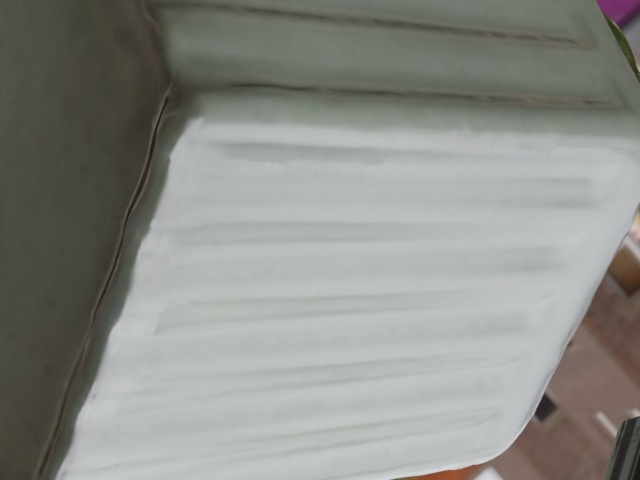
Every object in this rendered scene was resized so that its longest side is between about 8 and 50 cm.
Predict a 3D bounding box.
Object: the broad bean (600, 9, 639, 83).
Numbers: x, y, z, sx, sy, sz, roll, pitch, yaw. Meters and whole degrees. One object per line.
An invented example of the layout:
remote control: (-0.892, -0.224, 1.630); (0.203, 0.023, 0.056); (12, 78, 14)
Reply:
broad bean: (0.151, -0.152, 1.384); (0.291, 0.144, 0.049); (-4, -179, 11)

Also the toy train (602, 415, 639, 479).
toy train: (0.237, 0.254, 1.254); (0.048, 0.055, 0.252); (-18, -147, 42)

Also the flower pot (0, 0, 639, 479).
flower pot: (-0.045, -0.030, 0.474); (0.239, 0.209, 0.189); (3, -177, 44)
